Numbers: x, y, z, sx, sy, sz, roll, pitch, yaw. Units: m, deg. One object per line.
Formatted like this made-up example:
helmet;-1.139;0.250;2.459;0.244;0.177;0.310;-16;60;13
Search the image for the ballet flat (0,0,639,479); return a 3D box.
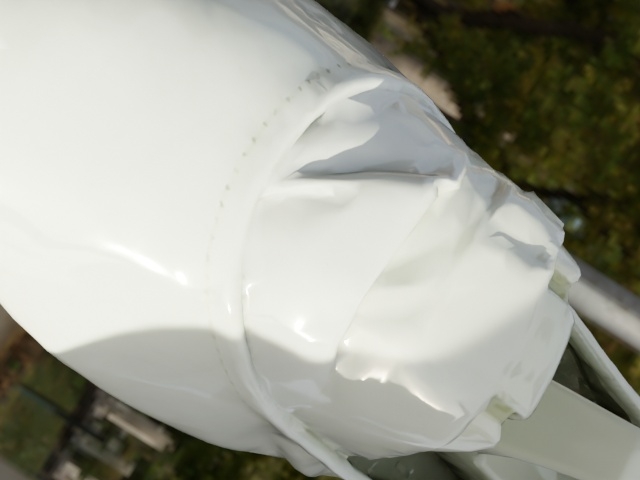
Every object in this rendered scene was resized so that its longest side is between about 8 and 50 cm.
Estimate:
ballet flat;0.043;0.037;0.501;0.139;0.139;0.400;-58;140;-12
